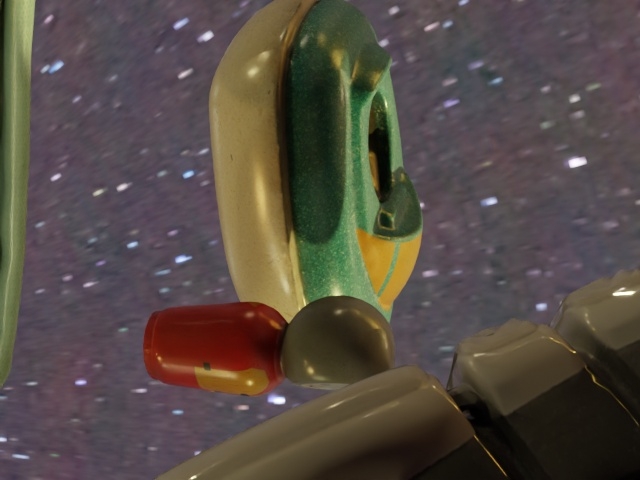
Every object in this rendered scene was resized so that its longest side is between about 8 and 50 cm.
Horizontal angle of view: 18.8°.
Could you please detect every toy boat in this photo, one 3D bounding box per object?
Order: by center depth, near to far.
[{"bbox_3d":[0.000,0.000,1.248,0.148,0.318,0.267,0,-58,15],"label":"toy boat"}]

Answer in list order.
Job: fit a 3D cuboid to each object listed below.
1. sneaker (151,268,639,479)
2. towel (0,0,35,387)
[{"bbox_3d":[0.120,0.082,0.382,0.321,0.124,0.180,-25,-106,-10],"label":"sneaker"},{"bbox_3d":[-0.261,-0.121,1.040,0.090,0.320,0.374,-11,-55,-36],"label":"towel"}]
